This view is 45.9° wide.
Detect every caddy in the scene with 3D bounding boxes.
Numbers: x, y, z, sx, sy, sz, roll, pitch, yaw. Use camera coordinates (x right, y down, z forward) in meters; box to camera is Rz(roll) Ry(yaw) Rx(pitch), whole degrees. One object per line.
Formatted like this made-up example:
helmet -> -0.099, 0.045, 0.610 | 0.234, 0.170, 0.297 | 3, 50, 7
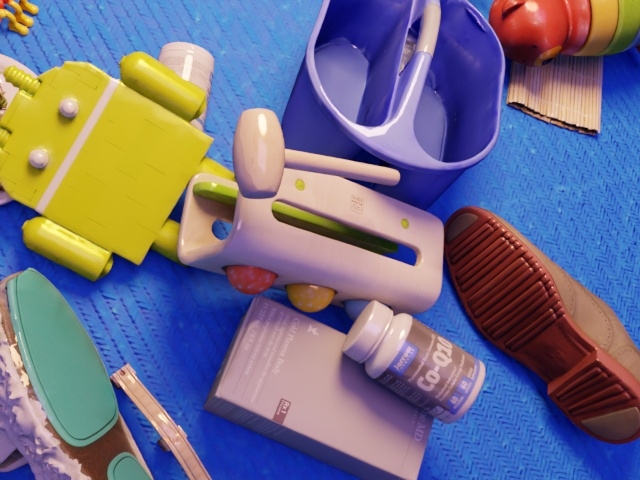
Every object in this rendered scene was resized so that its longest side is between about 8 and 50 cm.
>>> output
caddy -> 0.094, -0.196, 0.909 | 0.241, 0.179, 0.341 | 23, 51, -11

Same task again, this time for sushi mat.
sushi mat -> 0.368, -0.318, 1.158 | 0.152, 0.019, 0.316 | 16, 69, -13

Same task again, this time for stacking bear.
stacking bear -> 0.376, -0.327, 1.073 | 0.289, 0.175, 0.164 | -16, 81, -13

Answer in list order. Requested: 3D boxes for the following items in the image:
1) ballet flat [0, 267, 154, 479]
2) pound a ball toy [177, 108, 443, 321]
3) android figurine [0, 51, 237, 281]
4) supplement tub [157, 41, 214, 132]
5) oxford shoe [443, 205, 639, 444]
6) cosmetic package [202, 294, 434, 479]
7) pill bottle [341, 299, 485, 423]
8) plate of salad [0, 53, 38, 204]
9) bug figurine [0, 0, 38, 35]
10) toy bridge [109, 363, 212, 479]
ballet flat -> -0.246, 0.227, 0.739 | 0.147, 0.147, 0.408 | -29, 83, -23
pound a ball toy -> 0.000, 0.000, 0.785 | 0.319, 0.208, 0.135 | 18, 71, -35
android figurine -> -0.233, -0.086, 0.830 | 0.273, 0.056, 0.248 | 32, 90, -18
supplement tub -> -0.169, -0.176, 0.914 | 0.071, 0.071, 0.107 | 12, 71, -14
oxford shoe -> 0.292, 0.092, 0.973 | 0.348, 0.123, 0.130 | 53, 40, 5
cosmetic package -> 0.004, 0.173, 0.844 | 0.238, 0.107, 0.127 | 23, 64, -7
pill bottle -> 0.096, 0.126, 0.796 | 0.137, 0.078, 0.078 | 32, 67, -5
plate of salad -> -0.394, -0.130, 0.842 | 0.200, 0.048, 0.199 | 5, 72, -15
bug figurine -> -0.462, -0.353, 0.876 | 0.279, 0.072, 0.216 | 16, 69, -12
toy bridge -> -0.158, 0.211, 0.801 | 0.026, 0.063, 0.188 | -35, 86, -24
